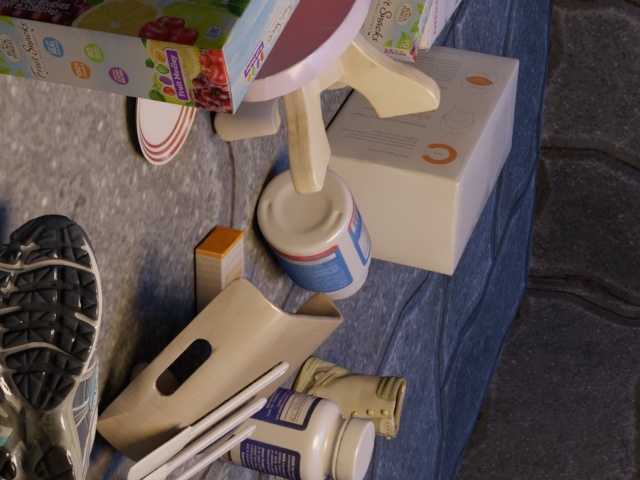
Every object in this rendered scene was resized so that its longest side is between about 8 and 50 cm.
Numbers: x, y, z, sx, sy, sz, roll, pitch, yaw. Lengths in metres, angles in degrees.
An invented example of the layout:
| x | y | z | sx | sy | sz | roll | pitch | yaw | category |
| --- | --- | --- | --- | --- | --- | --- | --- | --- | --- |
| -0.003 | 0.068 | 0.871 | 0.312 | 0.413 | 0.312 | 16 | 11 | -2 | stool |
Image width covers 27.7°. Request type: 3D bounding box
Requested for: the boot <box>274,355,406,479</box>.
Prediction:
| x | y | z | sx | sy | sz | roll | pitch | yaw | category |
| --- | --- | --- | --- | --- | --- | --- | --- | --- | --- |
| 0.028 | 0.269 | 1.899 | 0.077 | 0.165 | 0.213 | 83 | 23 | -44 | boot |

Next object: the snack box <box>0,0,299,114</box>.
| x | y | z | sx | sy | sz | roll | pitch | yaw | category |
| --- | --- | --- | --- | --- | --- | --- | --- | --- | --- |
| -0.131 | -0.192 | 1.001 | 0.070 | 0.207 | 0.174 | 83 | 26 | -48 | snack box |

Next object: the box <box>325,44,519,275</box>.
| x | y | z | sx | sy | sz | roll | pitch | yaw | category |
| --- | --- | --- | --- | --- | --- | --- | --- | --- | --- |
| 0.146 | -0.134 | 1.921 | 0.345 | 0.215 | 0.168 | -58 | 154 | -47 | box |

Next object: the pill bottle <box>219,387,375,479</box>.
| x | y | z | sx | sy | sz | roll | pitch | yaw | category |
| --- | --- | --- | --- | --- | --- | --- | --- | --- | --- |
| -0.031 | 0.250 | 1.660 | 0.112 | 0.186 | 0.112 | 13 | 90 | -73 | pill bottle |

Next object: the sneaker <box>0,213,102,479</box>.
| x | y | z | sx | sy | sz | roll | pitch | yaw | category |
| --- | --- | --- | --- | --- | --- | --- | --- | --- | --- |
| -0.237 | 0.106 | 1.095 | 0.122 | 0.110 | 0.283 | -84 | -177 | -73 | sneaker |

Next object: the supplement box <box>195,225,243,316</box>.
| x | y | z | sx | sy | sz | roll | pitch | yaw | category |
| --- | --- | --- | --- | --- | --- | --- | --- | --- | --- |
| -0.116 | 0.041 | 1.501 | 0.062 | 0.036 | 0.098 | -52 | 149 | -55 | supplement box |

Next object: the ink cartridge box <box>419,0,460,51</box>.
| x | y | z | sx | sy | sz | roll | pitch | yaw | category |
| --- | --- | --- | --- | --- | --- | --- | --- | --- | --- |
| 0.158 | -0.408 | 1.984 | 0.218 | 0.092 | 0.159 | -59 | 155 | -51 | ink cartridge box |

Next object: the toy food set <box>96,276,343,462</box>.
| x | y | z | sx | sy | sz | roll | pitch | yaw | category |
| --- | --- | --- | --- | --- | --- | --- | --- | --- | --- |
| -0.105 | 0.131 | 1.427 | 0.220 | 0.092 | 0.306 | -46 | 167 | 8 | toy food set |

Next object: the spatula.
| x | y | z | sx | sy | sz | roll | pitch | yaw | category |
| --- | --- | --- | --- | --- | --- | --- | --- | --- | --- |
| -0.136 | 0.222 | 1.381 | 0.242 | 0.019 | 0.168 | -32 | 157 | -42 | spatula |

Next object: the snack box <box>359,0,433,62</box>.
| x | y | z | sx | sy | sz | roll | pitch | yaw | category |
| --- | --- | --- | --- | --- | --- | --- | --- | --- | --- |
| 0.066 | -0.291 | 1.681 | 0.037 | 0.141 | 0.100 | 56 | 49 | -66 | snack box |

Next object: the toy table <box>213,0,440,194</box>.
| x | y | z | sx | sy | sz | roll | pitch | yaw | category |
| --- | --- | --- | --- | --- | --- | --- | --- | --- | --- |
| -0.013 | -0.191 | 1.366 | 0.274 | 0.252 | 0.161 | -63 | 144 | -39 | toy table |

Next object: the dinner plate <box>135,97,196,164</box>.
| x | y | z | sx | sy | sz | roll | pitch | yaw | category |
| --- | --- | --- | --- | --- | --- | --- | --- | --- | --- |
| -0.154 | -0.145 | 1.286 | 0.141 | 0.017 | 0.141 | 12 | 90 | -72 | dinner plate |

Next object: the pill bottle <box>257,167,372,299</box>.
| x | y | z | sx | sy | sz | roll | pitch | yaw | category |
| --- | --- | --- | --- | --- | --- | --- | --- | --- | --- |
| 0.000 | 0.000 | 1.701 | 0.221 | 0.124 | 0.124 | 64 | 41 | -64 | pill bottle |
